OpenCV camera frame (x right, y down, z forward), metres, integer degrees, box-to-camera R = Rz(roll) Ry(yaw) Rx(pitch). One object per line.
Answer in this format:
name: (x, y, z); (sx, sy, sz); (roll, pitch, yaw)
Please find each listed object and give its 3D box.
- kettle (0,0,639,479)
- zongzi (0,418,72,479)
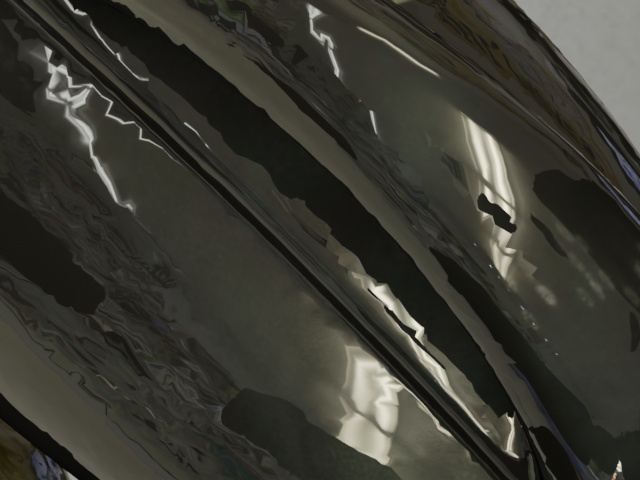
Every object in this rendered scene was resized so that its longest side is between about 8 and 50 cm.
kettle: (0.000, 0.000, 0.499); (0.207, 0.290, 0.268); (-43, 160, -12)
zongzi: (-0.253, 0.004, 0.724); (0.174, 0.356, 0.393); (-35, 140, -65)
